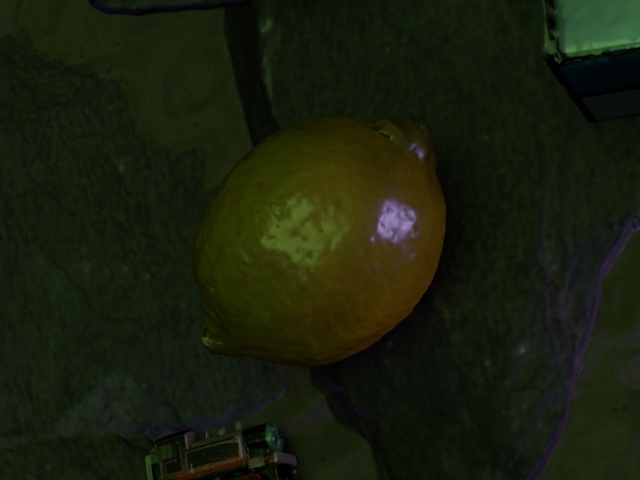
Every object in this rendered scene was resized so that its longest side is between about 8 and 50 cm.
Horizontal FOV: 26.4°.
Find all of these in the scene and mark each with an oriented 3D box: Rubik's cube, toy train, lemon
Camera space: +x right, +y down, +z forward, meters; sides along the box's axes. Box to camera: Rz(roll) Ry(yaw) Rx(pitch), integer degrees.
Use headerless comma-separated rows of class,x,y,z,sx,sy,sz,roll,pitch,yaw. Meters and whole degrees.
Rubik's cube,0.266,-0.206,1.050,0.183,0.167,0.180,-10,77,21
toy train,-0.084,0.201,1.180,0.137,0.050,0.087,-17,70,18
lemon,0.000,0.000,1.109,0.256,0.188,0.188,-44,67,5
